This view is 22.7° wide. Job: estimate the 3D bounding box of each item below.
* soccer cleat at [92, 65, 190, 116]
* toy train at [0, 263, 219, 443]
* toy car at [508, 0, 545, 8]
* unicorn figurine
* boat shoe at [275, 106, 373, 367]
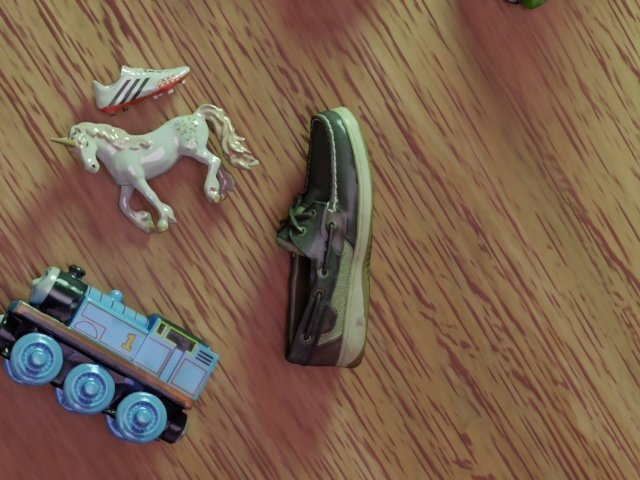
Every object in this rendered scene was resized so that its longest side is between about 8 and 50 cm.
[{"bbox_3d":[-0.149,-0.132,1.322,0.083,0.029,0.035,-24,104,-7],"label":"soccer cleat"},{"bbox_3d":[-0.178,0.094,1.308,0.184,0.080,0.105,31,77,-12],"label":"toy train"},{"bbox_3d":[0.132,-0.290,1.360,0.225,0.053,0.239,41,76,-18],"label":"toy car"},{"bbox_3d":[-0.141,-0.064,1.319,0.162,0.060,0.111,-30,101,-27],"label":"unicorn figurine"},{"bbox_3d":[0.000,0.000,1.343,0.073,0.080,0.223,-4,100,-19],"label":"boat shoe"}]
